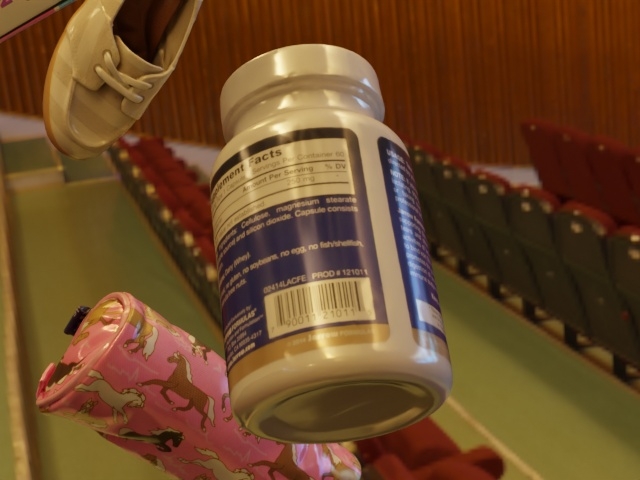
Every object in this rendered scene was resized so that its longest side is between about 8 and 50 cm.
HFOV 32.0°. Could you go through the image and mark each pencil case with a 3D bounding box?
[{"bbox_3d":[-0.131,0.220,1.273,0.160,0.386,0.167,-58,24,-14],"label":"pencil case"}]

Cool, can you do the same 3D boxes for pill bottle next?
[{"bbox_3d":[0.000,0.000,0.805,0.153,0.264,0.153,-6,-27,-3],"label":"pill bottle"}]

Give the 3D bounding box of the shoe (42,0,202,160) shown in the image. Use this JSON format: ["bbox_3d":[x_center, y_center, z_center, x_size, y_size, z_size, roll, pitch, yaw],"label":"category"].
[{"bbox_3d":[-0.134,-0.158,0.805,0.077,0.219,0.058,27,-1,-27],"label":"shoe"}]

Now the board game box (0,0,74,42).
[{"bbox_3d":[-0.316,-0.151,0.556,0.317,0.242,0.064,-29,25,2],"label":"board game box"}]
